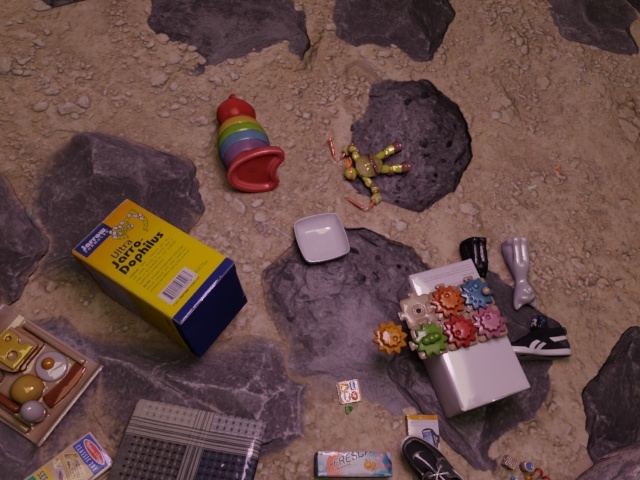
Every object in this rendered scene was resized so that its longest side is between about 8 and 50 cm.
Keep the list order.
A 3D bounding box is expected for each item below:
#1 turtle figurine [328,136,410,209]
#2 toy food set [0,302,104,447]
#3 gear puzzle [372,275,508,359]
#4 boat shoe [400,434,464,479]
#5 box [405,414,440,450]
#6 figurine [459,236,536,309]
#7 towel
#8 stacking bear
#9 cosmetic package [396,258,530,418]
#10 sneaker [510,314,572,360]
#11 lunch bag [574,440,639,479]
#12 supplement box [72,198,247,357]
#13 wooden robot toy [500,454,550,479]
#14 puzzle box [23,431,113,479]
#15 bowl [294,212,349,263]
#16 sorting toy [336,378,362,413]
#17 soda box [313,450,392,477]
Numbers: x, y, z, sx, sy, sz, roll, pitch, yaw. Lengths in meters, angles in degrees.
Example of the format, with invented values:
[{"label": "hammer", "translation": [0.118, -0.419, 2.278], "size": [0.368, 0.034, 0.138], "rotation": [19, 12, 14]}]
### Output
[{"label": "turtle figurine", "translation": [0.153, -0.239, 1.738], "size": [0.217, 0.087, 0.269], "rotation": [-21, 69, -17]}, {"label": "toy food set", "translation": [-0.705, 0.311, 1.341], "size": [0.306, 0.092, 0.219], "rotation": [31, 64, 6]}, {"label": "gear puzzle", "translation": [0.288, 0.195, 1.412], "size": [0.339, 0.044, 0.175], "rotation": [-15, 68, -9]}, {"label": "boat shoe", "translation": [0.287, 0.560, 1.361], "size": [0.084, 0.079, 0.233], "rotation": [-42, 88, -13]}, {"label": "box", "translation": [0.259, 0.511, 1.432], "size": [0.081, 0.028, 0.136], "rotation": [3, 67, -7]}, {"label": "figurine", "translation": [0.521, 0.100, 1.644], "size": [0.215, 0.092, 0.209], "rotation": [0, 73, -10]}, {"label": "towel", "translation": [-0.311, 0.521, 1.268], "size": [0.325, 0.056, 0.312], "rotation": [10, 49, 4]}, {"label": "stacking bear", "translation": [-0.229, -0.304, 1.681], "size": [0.164, 0.175, 0.288], "rotation": [-8, 57, -20]}, {"label": "cosmetic package", "translation": [0.364, 0.256, 1.498], "size": [0.197, 0.155, 0.365], "rotation": [-12, 68, -13]}, {"label": "sneaker", "translation": [0.582, 0.266, 1.576], "size": [0.217, 0.079, 0.121], "rotation": [5, 61, -16]}, {"label": "lunch bag", "translation": [0.738, 0.597, 1.316], "size": [0.256, 0.305, 0.212], "rotation": [-15, 65, -19]}, {"label": "supplement box", "translation": [-0.388, 0.089, 1.398], "size": [0.357, 0.194, 0.195], "rotation": [28, 62, 20]}, {"label": "wooden robot toy", "translation": [0.536, 0.594, 1.405], "size": [0.076, 0.079, 0.173], "rotation": [-37, 75, -22]}, {"label": "puzzle box", "translation": [-0.489, 0.653, 1.205], "size": [0.409, 0.052, 0.272], "rotation": [45, 54, 13]}, {"label": "bowl", "translation": [0.000, 0.000, 1.620], "size": [0.142, 0.053, 0.141], "rotation": [-13, 67, -15]}, {"label": "sorting toy", "translation": [0.078, 0.402, 1.463], "size": [0.062, 0.012, 0.083], "rotation": [-6, 65, -12]}, {"label": "soda box", "translation": [0.077, 0.540, 1.368], "size": [0.183, 0.063, 0.058], "rotation": [3, 65, -7]}]
